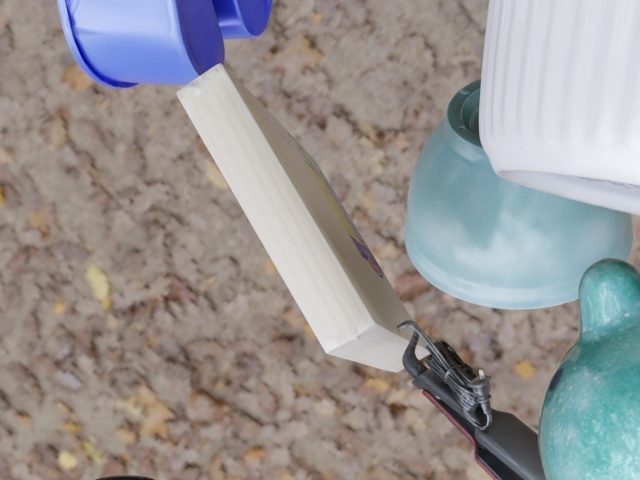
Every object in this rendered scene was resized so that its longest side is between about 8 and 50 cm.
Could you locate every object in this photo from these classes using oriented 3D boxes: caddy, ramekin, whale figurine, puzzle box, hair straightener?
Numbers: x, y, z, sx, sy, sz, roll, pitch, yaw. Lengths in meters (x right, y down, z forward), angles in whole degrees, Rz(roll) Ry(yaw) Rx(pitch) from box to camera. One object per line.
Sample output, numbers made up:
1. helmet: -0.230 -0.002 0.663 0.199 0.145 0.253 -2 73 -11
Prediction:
1. caddy: -0.177 -0.315 1.267 0.179 0.241 0.341 10 128 23
2. ramekin: 0.164 -0.064 0.524 0.207 0.207 0.109 12 91 21
3. whale figurine: 0.249 0.080 0.734 0.216 0.141 0.272 37 95 2
4. puzzle box: 0.000 0.000 1.246 0.052 0.409 0.272 -33 76 5
5. hair straightener: 0.131 0.127 1.000 0.230 0.047 0.089 49 152 42

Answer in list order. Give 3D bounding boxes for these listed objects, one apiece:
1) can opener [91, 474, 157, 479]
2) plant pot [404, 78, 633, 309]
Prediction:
1. can opener: -0.229 0.228 1.070 0.186 0.059 0.073 -1 116 -9
2. plant pot: 0.245 -0.085 1.558 0.293 0.293 0.196 11 133 22
